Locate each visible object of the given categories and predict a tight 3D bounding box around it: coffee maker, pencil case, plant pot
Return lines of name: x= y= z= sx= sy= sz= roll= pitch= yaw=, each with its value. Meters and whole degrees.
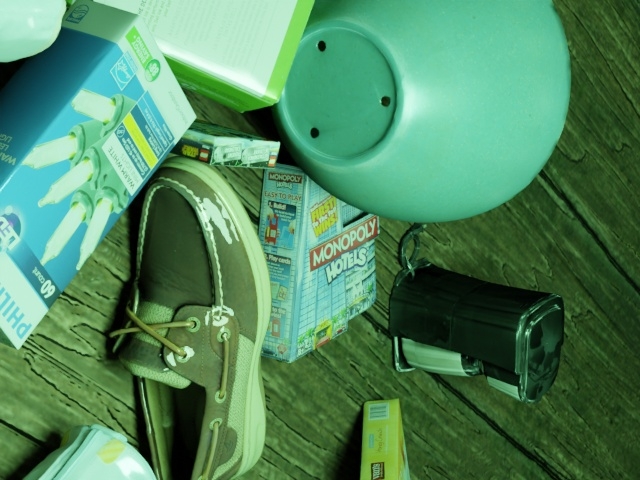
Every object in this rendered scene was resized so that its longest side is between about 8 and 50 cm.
coffee maker: x=0.174 y=0.088 z=2.050 sx=0.120 sy=0.178 sz=0.171 roll=-51 pitch=137 yaw=-35
pencil case: x=-0.257 y=0.274 z=1.555 sx=0.273 sy=0.113 sz=0.124 roll=-42 pitch=125 yaw=-41
plant pot: x=0.064 y=-0.148 z=1.707 sx=0.195 sy=0.290 sz=0.290 roll=-19 pitch=115 yaw=-59

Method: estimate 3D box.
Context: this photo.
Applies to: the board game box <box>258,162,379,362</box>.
board game box: x=0.000 y=0.000 z=1.883 sx=0.194 sy=0.060 sz=0.194 roll=-28 pitch=122 yaw=-48

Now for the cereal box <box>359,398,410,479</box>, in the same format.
cereal box: x=0.082 y=0.323 z=2.037 sx=0.173 sy=0.047 sz=0.240 roll=-86 pitch=168 yaw=-61

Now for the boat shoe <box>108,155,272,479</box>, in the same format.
boat shoe: x=-0.128 y=0.094 z=1.683 sx=0.123 sy=0.123 sz=0.342 roll=-35 pitch=133 yaw=-46

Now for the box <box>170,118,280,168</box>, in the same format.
box: x=-0.118 y=-0.092 z=1.619 sx=0.094 sy=0.137 sz=0.027 roll=-1 pitch=105 yaw=-54

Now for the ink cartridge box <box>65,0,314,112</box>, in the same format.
ink cartridge box: x=-0.133 y=-0.249 z=1.604 sx=0.255 sy=0.097 sz=0.188 roll=23 pitch=80 yaw=-20

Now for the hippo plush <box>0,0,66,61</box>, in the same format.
hippo plush: x=-0.341 y=-0.227 z=1.257 sx=0.294 sy=0.234 sz=0.236 roll=11 pitch=60 yaw=-70

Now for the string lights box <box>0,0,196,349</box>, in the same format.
string lights box: x=-0.223 y=-0.057 z=1.484 sx=0.259 sy=0.077 sz=0.133 roll=-55 pitch=144 yaw=-22
